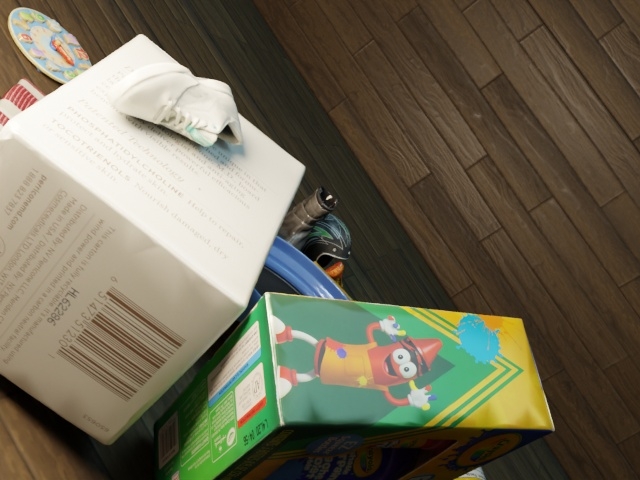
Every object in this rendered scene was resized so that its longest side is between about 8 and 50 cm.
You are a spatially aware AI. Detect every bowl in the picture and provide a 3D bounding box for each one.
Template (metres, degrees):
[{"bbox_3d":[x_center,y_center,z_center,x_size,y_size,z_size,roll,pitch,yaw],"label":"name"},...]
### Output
[{"bbox_3d":[-0.063,0.122,1.551,0.391,0.077,0.391,39,15,-13],"label":"bowl"}]

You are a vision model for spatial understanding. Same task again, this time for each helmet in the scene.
[{"bbox_3d":[0.000,0.000,2.101,0.169,0.161,0.169,47,20,-22],"label":"helmet"}]

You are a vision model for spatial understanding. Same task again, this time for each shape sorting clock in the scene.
[{"bbox_3d":[-0.566,-0.410,1.611,0.206,0.040,0.206,47,19,-22],"label":"shape sorting clock"}]

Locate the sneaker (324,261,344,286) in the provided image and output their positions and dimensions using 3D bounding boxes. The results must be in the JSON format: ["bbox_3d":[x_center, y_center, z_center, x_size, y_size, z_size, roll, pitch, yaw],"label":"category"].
[{"bbox_3d":[0.041,0.104,2.078,0.067,0.064,0.175,58,-13,10],"label":"sneaker"}]

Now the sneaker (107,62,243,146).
[{"bbox_3d":[-0.168,-0.160,0.958,0.212,0.080,0.094,-6,67,-57],"label":"sneaker"}]

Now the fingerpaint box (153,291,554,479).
[{"bbox_3d":[0.016,0.254,1.027,0.370,0.445,0.163,8,56,-27],"label":"fingerpaint box"}]

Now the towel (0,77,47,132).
[{"bbox_3d":[-0.488,-0.144,1.346,0.237,0.037,0.329,45,20,-25],"label":"towel"}]

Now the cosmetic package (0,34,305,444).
[{"bbox_3d":[-0.269,-0.015,1.052,0.327,0.329,0.394,38,28,-11],"label":"cosmetic package"}]

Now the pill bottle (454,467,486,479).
[{"bbox_3d":[0.287,0.558,1.789,0.188,0.187,0.334,39,24,-40],"label":"pill bottle"}]

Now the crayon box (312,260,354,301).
[{"bbox_3d":[0.027,0.196,1.951,0.323,0.083,0.203,46,20,-24],"label":"crayon box"}]

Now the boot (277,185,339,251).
[{"bbox_3d":[-0.063,-0.025,1.879,0.118,0.222,0.338,44,20,-15],"label":"boot"}]
